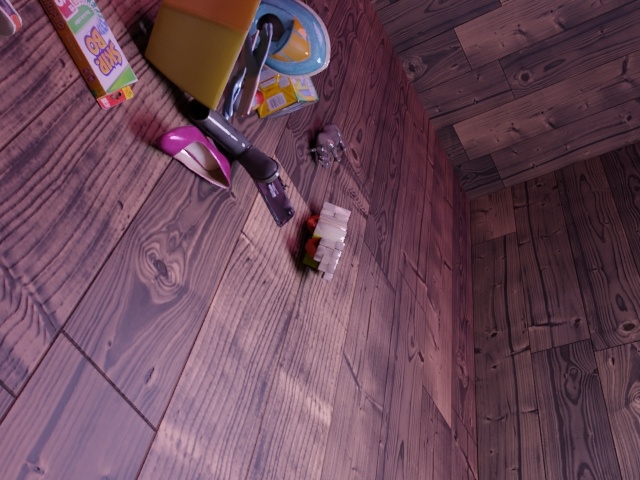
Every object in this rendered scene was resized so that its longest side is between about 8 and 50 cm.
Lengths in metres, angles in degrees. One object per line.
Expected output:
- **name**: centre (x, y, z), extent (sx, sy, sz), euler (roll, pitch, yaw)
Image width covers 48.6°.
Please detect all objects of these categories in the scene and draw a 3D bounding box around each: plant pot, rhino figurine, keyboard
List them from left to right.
- **plant pot**: centre (-0.265, -0.454, 1.564), extent (0.187, 0.212, 0.212), euler (23, 40, -13)
- **keyboard**: centre (-0.130, -0.135, 1.867), extent (0.100, 0.038, 0.192), euler (-42, 113, -40)
- **rhino figurine**: centre (0.021, -0.299, 2.261), extent (0.106, 0.073, 0.243), euler (65, 25, -22)

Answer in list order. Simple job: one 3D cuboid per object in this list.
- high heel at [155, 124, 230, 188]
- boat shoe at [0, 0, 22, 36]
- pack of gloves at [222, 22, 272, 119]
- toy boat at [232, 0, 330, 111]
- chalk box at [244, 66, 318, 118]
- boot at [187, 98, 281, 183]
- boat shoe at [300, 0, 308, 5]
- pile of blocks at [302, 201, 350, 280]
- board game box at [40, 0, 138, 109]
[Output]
- **high heel**: centre (-0.266, -0.172, 1.521), extent (0.117, 0.082, 0.244), euler (62, 9, 8)
- **boat shoe**: centre (-0.536, -0.398, 1.148), extent (0.137, 0.049, 0.043), euler (59, 22, -30)
- **pack of gloves**: centre (-0.186, -0.396, 1.653), extent (0.046, 0.195, 0.231), euler (19, 83, -27)
- **toy boat**: centre (-0.126, -0.470, 1.828), extent (0.268, 0.318, 0.148), euler (32, 20, 3)
- **chalk box**: centre (-0.100, -0.436, 2.030), extent (0.132, 0.133, 0.213), euler (68, 22, -5)
- **boot**: centre (-0.200, -0.234, 1.651), extent (0.190, 0.076, 0.208), euler (32, -14, 39)
- **boat shoe**: centre (-0.110, -0.729, 2.267), extent (0.104, 0.111, 0.307), euler (44, 34, -48)
- **pile of blocks**: centre (0.000, 0.000, 1.971), extent (0.113, 0.148, 0.362), euler (22, 22, -2)
- **board game box**: centre (-0.444, -0.386, 1.364), extent (0.259, 0.039, 0.124), euler (65, 24, -17)
